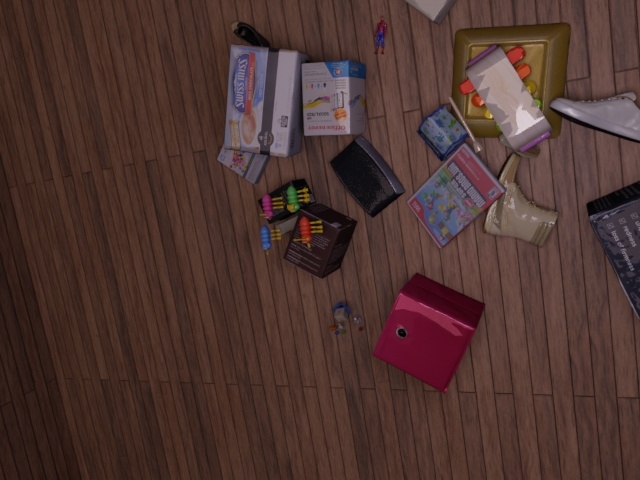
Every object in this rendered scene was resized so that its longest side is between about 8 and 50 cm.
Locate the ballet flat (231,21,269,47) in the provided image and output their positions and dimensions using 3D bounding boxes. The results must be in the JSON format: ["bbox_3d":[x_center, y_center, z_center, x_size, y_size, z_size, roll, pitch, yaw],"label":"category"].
[{"bbox_3d":[-0.255,-0.738,1.926,0.173,0.049,0.057,36,113,13],"label":"ballet flat"}]

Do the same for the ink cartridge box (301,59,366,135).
[{"bbox_3d":[0.047,-0.469,1.787,0.171,0.168,0.233,4,104,22],"label":"ink cartridge box"}]

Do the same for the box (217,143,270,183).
[{"bbox_3d":[-0.289,-0.325,2.042,0.186,0.038,0.145,35,113,14],"label":"box"}]

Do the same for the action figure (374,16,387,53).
[{"bbox_3d":[0.197,-0.673,1.754,0.038,0.030,0.115,11,104,27],"label":"action figure"}]

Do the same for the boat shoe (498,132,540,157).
[{"bbox_3d":[0.609,-0.294,1.623,0.135,0.045,0.050,22,67,-6],"label":"boat shoe"}]

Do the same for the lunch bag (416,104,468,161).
[{"bbox_3d":[0.376,-0.331,1.700,0.096,0.151,0.129,-35,83,-15],"label":"lunch bag"}]

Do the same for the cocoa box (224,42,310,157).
[{"bbox_3d":[-0.180,-0.476,1.833,0.228,0.231,0.347,9,106,8],"label":"cocoa box"}]

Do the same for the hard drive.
[{"bbox_3d":[0.155,-0.220,1.859,0.172,0.054,0.255,-39,85,26],"label":"hard drive"}]

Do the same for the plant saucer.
[{"bbox_3d":[0.558,-0.475,1.610,0.332,0.081,0.333,5,104,22],"label":"plant saucer"}]

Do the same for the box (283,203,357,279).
[{"bbox_3d":[0.000,0.000,1.913,0.167,0.168,0.203,27,111,19],"label":"box"}]

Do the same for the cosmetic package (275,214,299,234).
[{"bbox_3d":[-0.104,-0.062,2.008,0.115,0.060,0.041,-24,93,28],"label":"cosmetic package"}]

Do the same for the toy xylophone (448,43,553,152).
[{"bbox_3d":[0.516,-0.399,1.555,0.236,0.081,0.323,-23,92,26],"label":"toy xylophone"}]

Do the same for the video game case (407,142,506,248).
[{"bbox_3d":[0.427,-0.140,1.716,0.285,0.025,0.204,-49,63,35],"label":"video game case"}]

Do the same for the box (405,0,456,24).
[{"bbox_3d":[0.285,-0.794,1.650,0.275,0.094,0.113,42,115,10],"label":"box"}]

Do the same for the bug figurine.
[{"bbox_3d":[-0.128,-0.069,1.836,0.279,0.072,0.216,-11,87,39],"label":"bug figurine"}]

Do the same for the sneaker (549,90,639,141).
[{"bbox_3d":[0.802,-0.374,1.513,0.290,0.106,0.123,19,105,4],"label":"sneaker"}]

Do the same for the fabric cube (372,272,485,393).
[{"bbox_3d":[0.362,0.296,1.771,0.258,0.259,0.254,26,110,17],"label":"fabric cube"}]

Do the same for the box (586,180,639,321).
[{"bbox_3d":[1.034,0.030,1.392,0.471,0.297,0.480,-27,90,28],"label":"box"}]

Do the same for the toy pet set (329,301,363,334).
[{"bbox_3d":[0.089,0.290,2.015,0.122,0.065,0.114,-14,130,29],"label":"toy pet set"}]

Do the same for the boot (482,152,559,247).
[{"bbox_3d":[0.633,-0.123,1.649,0.203,0.095,0.262,17,101,15],"label":"boot"}]

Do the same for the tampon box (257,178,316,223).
[{"bbox_3d":[-0.123,-0.143,1.962,0.161,0.120,0.101,-27,89,27],"label":"tampon box"}]
